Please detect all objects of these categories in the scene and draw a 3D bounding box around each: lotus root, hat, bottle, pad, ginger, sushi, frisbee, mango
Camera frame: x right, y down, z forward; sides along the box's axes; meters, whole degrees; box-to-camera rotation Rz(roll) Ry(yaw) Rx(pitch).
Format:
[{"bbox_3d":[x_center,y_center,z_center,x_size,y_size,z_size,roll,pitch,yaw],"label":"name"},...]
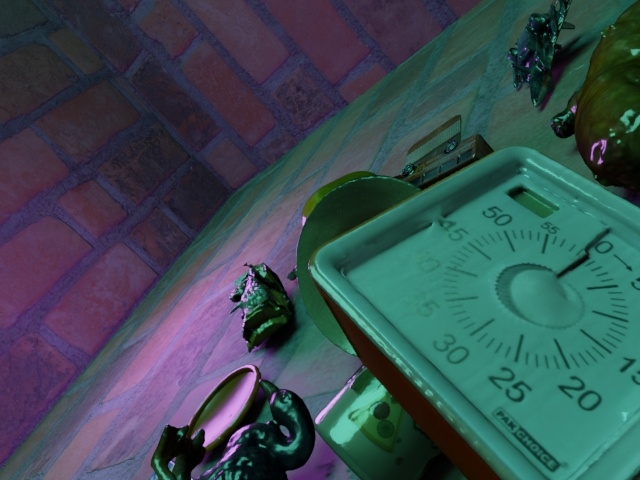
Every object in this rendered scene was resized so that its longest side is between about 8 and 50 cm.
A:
[{"bbox_3d":[0.426,-0.219,0.787,0.192,0.088,0.113,-40,0,15],"label":"lotus root"},{"bbox_3d":[0.102,0.035,0.786,0.257,0.257,0.130,-34,-14,30],"label":"hat"},{"bbox_3d":[0.117,0.136,0.564,0.253,0.120,0.120,-46,16,-9],"label":"bottle"},{"bbox_3d":[0.313,-0.282,1.277,0.323,0.055,0.250,-54,7,33],"label":"pad"},{"bbox_3d":[0.389,-0.162,0.629,0.165,0.172,0.321,15,57,27],"label":"ginger"},{"bbox_3d":[-0.143,0.141,1.175,0.139,0.131,0.291,-41,24,2],"label":"sushi"},{"bbox_3d":[-0.171,0.308,0.969,0.192,0.035,0.192,-40,16,14],"label":"frisbee"},{"bbox_3d":[0.061,-0.067,1.158,0.167,0.130,0.262,18,39,26],"label":"mango"}]

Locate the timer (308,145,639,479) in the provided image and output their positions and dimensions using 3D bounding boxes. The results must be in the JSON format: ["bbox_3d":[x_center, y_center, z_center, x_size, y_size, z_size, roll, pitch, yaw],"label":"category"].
[{"bbox_3d":[0.168,0.056,0.426,0.250,0.161,0.257,-38,52,-10],"label":"timer"}]

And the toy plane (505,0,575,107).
[{"bbox_3d":[0.448,-0.381,1.117,0.326,0.104,0.223,-60,-4,-36],"label":"toy plane"}]

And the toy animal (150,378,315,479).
[{"bbox_3d":[-0.128,0.309,0.657,0.185,0.122,0.298,15,57,29],"label":"toy animal"}]

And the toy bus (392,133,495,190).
[{"bbox_3d":[0.226,-0.123,1.059,0.235,0.073,0.096,-28,29,41],"label":"toy bus"}]

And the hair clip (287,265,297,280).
[{"bbox_3d":[0.000,0.000,1.276,0.220,0.054,0.140,-48,1,-18],"label":"hair clip"}]

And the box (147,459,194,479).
[{"bbox_3d":[-0.266,0.466,0.774,0.273,0.048,0.265,-52,18,-26],"label":"box"}]
